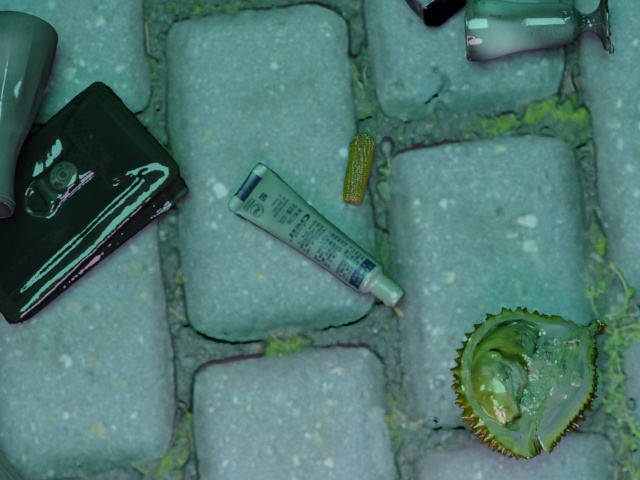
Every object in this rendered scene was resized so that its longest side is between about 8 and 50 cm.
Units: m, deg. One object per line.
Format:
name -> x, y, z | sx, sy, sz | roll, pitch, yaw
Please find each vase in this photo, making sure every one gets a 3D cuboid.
vase -> -0.336, -0.131, 1.831 | 0.086, 0.086, 0.214 | 4, 69, 5

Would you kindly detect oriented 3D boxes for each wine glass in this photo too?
wine glass -> 0.231, -0.226, 1.832 | 0.155, 0.072, 0.072 | -3, 76, 4

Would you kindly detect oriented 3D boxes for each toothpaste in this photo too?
toothpaste -> 0.000, 0.000, 1.813 | 0.216, 0.037, 0.062 | 36, 82, 16

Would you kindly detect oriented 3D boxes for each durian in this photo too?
durian -> 0.211, 0.134, 1.740 | 0.208, 0.102, 0.146 | -36, 78, -28

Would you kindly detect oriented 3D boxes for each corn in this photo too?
corn -> 0.040, -0.079, 1.832 | 0.028, 0.027, 0.083 | 15, 78, -13

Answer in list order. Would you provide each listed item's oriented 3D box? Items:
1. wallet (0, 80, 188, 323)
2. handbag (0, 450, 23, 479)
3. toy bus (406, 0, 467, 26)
wallet -> -0.278, -0.041, 1.840 | 0.245, 0.052, 0.168 | -40, 72, -3
handbag -> -0.437, 0.312, 1.715 | 0.298, 0.151, 0.171 | -38, 82, -1
toy bus -> 0.159, -0.309, 1.865 | 0.172, 0.057, 0.072 | -41, 71, -7
